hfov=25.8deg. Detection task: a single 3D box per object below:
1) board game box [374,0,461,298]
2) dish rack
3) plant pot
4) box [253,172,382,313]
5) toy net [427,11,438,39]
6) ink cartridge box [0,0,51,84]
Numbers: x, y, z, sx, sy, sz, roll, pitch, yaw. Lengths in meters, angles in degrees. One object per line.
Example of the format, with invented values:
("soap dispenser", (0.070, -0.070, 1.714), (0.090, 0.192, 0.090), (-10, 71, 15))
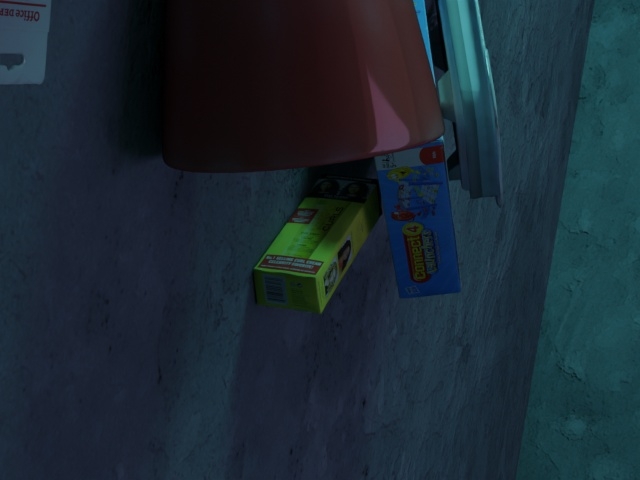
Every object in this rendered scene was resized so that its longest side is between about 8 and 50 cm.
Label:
("board game box", (0.118, -0.135, 1.848), (0.302, 0.086, 0.308), (76, 8, -50))
("dish rack", (0.192, -0.235, 1.926), (0.285, 0.072, 0.332), (72, 12, -60))
("plant pot", (-0.030, -0.204, 1.316), (0.275, 0.275, 0.243), (-34, 119, -65))
("box", (0.000, 0.000, 1.733), (0.232, 0.087, 0.058), (-55, 147, -49))
("toy net", (0.207, -0.377, 2.225), (0.122, 0.045, 0.232), (75, 32, -54))
("ink cartridge box", (-0.238, -0.202, 0.984), (0.104, 0.060, 0.180), (-17, 114, -70))
